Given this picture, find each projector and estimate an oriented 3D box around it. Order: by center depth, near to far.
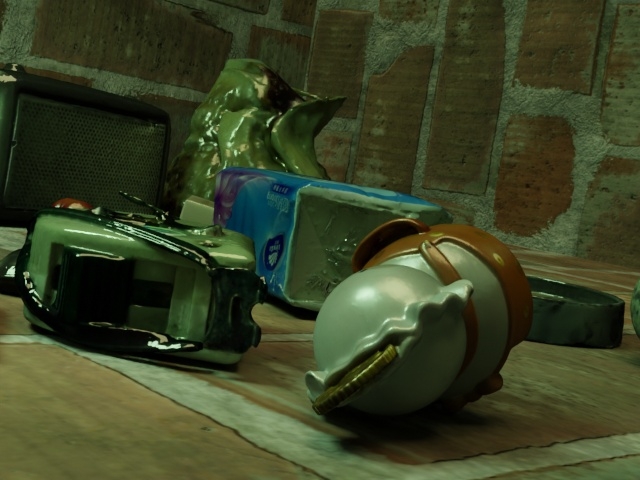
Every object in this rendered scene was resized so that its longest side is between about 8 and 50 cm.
[{"bbox_3d":[-0.518,-0.167,1.669,0.395,0.242,0.405,10,3,31],"label":"projector"}]

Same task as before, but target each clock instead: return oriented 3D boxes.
[{"bbox_3d":[0.247,0.078,1.260,0.281,0.055,0.280,8,5,-1],"label":"clock"}]

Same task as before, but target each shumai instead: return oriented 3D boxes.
[{"bbox_3d":[-0.131,-0.174,1.912,0.395,0.348,0.395,4,6,0],"label":"shumai"}]

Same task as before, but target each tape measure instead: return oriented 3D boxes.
[{"bbox_3d":[-0.149,0.024,0.809,0.207,0.115,0.235,11,4,-6],"label":"tape measure"}]

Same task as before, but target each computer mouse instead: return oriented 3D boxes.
[{"bbox_3d":[-0.257,0.028,0.961,0.079,0.047,0.135,13,4,33],"label":"computer mouse"}]

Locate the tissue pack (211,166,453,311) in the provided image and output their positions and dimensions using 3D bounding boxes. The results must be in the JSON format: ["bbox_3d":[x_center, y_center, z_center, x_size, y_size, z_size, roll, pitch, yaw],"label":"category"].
[{"bbox_3d":[0.000,0.000,1.169,0.198,0.146,0.263,8,3,-26],"label":"tissue pack"}]

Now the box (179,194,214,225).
[{"bbox_3d":[-0.102,-0.005,1.409,0.201,0.058,0.141,17,4,-6],"label":"box"}]

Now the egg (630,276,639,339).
[{"bbox_3d":[0.416,0.079,1.090,0.132,0.132,0.172,13,-6,40],"label":"egg"}]

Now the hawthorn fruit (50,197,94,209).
[{"bbox_3d":[-0.283,-0.003,1.171,0.081,0.081,0.093,14,-22,50],"label":"hawthorn fruit"}]

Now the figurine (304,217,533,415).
[{"bbox_3d":[0.067,0.067,0.689,0.143,0.143,0.271,10,24,12],"label":"figurine"}]
